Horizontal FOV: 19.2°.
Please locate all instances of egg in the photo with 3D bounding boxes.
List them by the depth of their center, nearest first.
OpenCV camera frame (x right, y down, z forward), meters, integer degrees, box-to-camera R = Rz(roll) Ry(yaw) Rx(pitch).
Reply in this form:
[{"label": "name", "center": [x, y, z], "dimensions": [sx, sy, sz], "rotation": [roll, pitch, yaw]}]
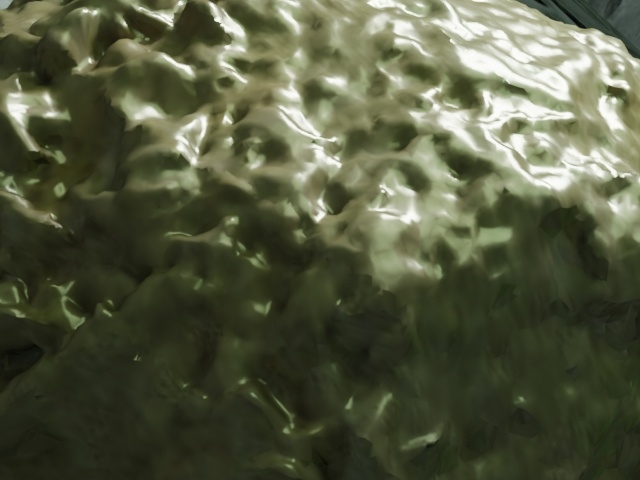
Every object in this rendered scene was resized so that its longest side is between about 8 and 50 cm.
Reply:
[{"label": "egg", "center": [-0.005, 0.032, 0.623], "dimensions": [0.310, 0.279, 0.279], "rotation": [7, 31, -33]}]
